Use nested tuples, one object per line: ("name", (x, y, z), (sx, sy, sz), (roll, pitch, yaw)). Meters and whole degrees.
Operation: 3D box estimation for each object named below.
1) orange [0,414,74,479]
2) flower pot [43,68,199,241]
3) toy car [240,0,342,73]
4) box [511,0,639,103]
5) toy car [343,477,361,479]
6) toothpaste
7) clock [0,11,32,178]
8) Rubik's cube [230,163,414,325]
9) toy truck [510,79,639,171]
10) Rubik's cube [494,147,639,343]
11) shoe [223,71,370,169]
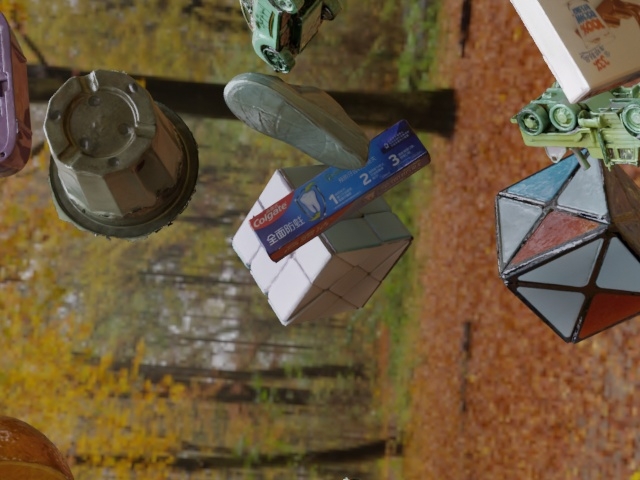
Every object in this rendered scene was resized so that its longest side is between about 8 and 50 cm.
("orange", (-0.503, 0.355, 1.422), (0.310, 0.274, 0.274), (-43, -23, -24))
("flower pot", (-0.361, -0.158, 1.861), (0.259, 0.290, 0.290), (96, 178, -77))
("toy car", (-0.048, -0.363, 1.537), (0.136, 0.125, 0.306), (-52, -9, -16))
("box", (0.340, -0.317, 1.262), (0.265, 0.273, 0.048), (63, 154, 12))
("toy car", (0.066, 0.359, 1.402), (0.122, 0.035, 0.059), (37, 124, 50))
("toothpaste", (0.032, -0.083, 1.805), (0.076, 0.320, 0.066), (58, -178, 16))
("clock", (-0.319, -0.126, 0.956), (0.050, 0.110, 0.153), (79, -177, -75))
("Rubik's cube", (0.000, 0.000, 2.089), (0.225, 0.231, 0.221), (54, 131, 25))
("toy truck", (0.420, -0.166, 1.548), (0.128, 0.259, 0.135), (-37, -67, -33))
("Rubik's cube", (0.498, 0.009, 2.030), (0.248, 0.250, 0.246), (43, -146, -29))
("shoe", (-0.026, -0.194, 1.594), (0.103, 0.251, 0.100), (-25, 43, 46))
